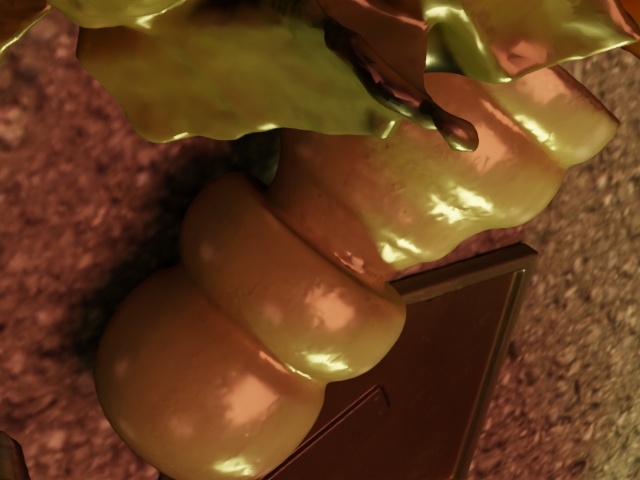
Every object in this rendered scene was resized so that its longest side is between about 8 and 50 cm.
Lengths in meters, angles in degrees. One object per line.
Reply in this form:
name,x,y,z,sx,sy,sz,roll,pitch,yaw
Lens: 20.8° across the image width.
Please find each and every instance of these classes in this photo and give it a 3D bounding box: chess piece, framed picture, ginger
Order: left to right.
ginger,-0.049,-0.141,0.589,0.413,0.211,0.358,12,124,-9
chess piece,0.000,0.000,0.912,0.300,0.167,0.167,-51,144,6
framed picture,0.014,0.120,1.135,0.289,0.016,0.213,-16,131,-39

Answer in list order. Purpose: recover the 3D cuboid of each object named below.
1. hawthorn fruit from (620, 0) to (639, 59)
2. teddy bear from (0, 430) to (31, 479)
hawthorn fruit,0.300,-0.224,0.832,0.403,0.403,0.403,-28,138,-29
teddy bear,-0.233,0.331,0.802,0.362,0.327,0.375,-29,108,-23
